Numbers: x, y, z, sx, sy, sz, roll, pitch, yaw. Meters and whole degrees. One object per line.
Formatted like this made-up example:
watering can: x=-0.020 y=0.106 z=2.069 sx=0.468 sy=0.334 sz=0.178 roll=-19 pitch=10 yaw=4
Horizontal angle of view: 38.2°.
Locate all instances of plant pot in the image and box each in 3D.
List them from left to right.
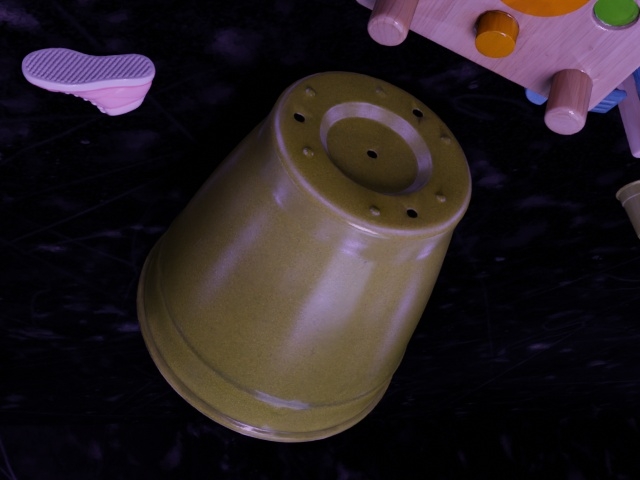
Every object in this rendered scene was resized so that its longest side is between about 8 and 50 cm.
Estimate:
plant pot: x=0.000 y=0.000 z=1.116 sx=0.366 sy=0.366 sz=0.353 roll=4 pitch=143 yaw=-25
plant pot: x=0.514 y=-0.045 z=1.447 sx=0.083 sy=0.079 sz=0.083 roll=-6 pitch=156 yaw=-3

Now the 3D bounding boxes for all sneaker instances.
sneaker: x=-0.246 y=-0.163 z=0.979 sx=0.134 sy=0.051 sz=0.070 roll=-3 pitch=152 yaw=-22

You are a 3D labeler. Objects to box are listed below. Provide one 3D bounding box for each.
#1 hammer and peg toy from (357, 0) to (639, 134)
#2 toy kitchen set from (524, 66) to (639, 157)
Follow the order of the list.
hammer and peg toy: x=0.195 y=-0.255 z=0.720 sx=0.266 sy=0.127 sz=0.361 roll=24 pitch=150 yaw=-7
toy kitchen set: x=0.340 y=-0.187 z=1.009 sx=0.207 sy=0.122 sz=0.166 roll=3 pitch=155 yaw=-24
